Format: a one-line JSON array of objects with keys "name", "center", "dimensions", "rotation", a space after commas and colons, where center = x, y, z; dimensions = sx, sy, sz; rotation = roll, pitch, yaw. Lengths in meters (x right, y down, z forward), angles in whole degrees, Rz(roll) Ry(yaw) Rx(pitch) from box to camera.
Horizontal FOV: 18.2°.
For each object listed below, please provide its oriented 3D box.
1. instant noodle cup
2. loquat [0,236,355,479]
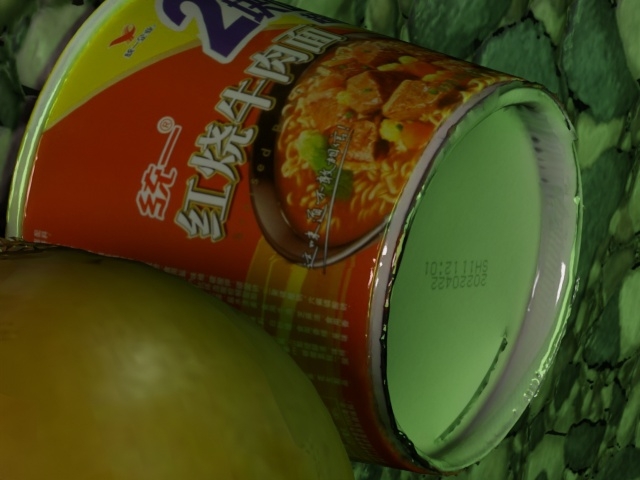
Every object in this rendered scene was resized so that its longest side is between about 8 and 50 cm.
[{"name": "instant noodle cup", "center": [0.000, 0.000, 0.836], "dimensions": [0.213, 0.174, 0.213], "rotation": [-29, 126, -50]}, {"name": "loquat", "center": [-0.095, 0.114, 0.690], "dimensions": [0.235, 0.235, 0.235], "rotation": [-28, 126, -49]}]
